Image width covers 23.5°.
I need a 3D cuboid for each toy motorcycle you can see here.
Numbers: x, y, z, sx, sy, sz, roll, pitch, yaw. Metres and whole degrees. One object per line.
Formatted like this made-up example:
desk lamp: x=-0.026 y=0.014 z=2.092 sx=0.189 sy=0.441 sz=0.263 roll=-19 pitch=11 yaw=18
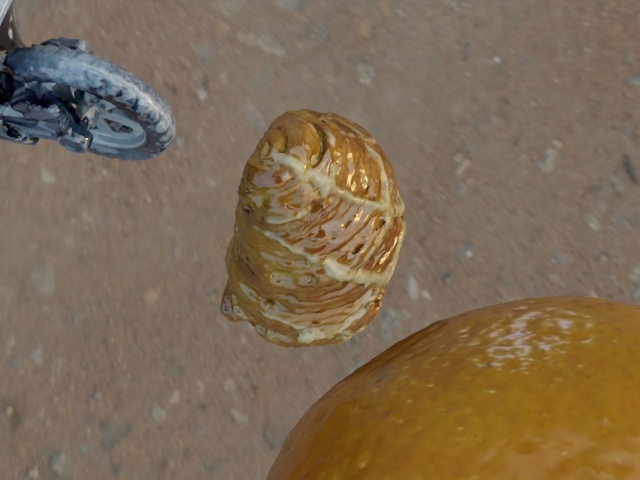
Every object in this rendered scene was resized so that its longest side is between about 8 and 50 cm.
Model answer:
toy motorcycle: x=-0.172 y=-0.092 z=0.537 sx=0.254 sy=0.135 sz=0.092 roll=34 pitch=67 yaw=-34

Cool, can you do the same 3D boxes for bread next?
bread: x=0.000 y=0.000 z=0.723 sx=0.076 sy=0.233 sz=0.105 roll=22 pitch=81 yaw=5

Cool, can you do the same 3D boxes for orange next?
orange: x=0.076 y=0.128 z=0.461 sx=0.224 sy=0.170 sz=0.224 roll=8 pitch=78 yaw=-41
